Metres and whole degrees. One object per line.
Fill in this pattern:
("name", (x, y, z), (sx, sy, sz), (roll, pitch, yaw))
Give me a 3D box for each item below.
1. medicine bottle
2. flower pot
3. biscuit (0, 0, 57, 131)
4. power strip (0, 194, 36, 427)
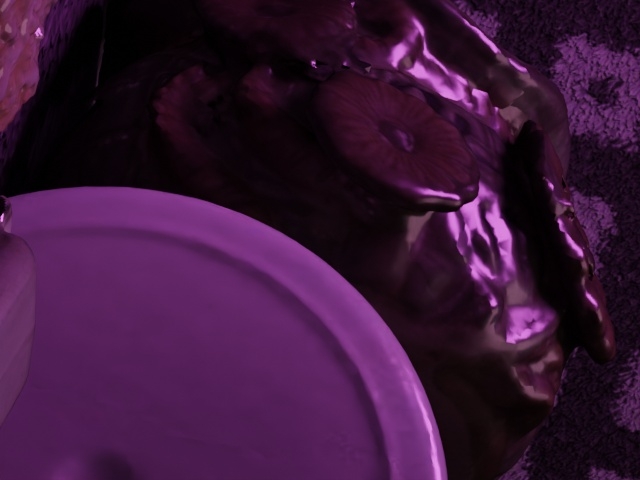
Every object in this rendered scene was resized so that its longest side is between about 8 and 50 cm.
("medicine bottle", (-0.079, 0.135, 0.699), (0.232, 0.237, 0.238), (98, 9, -61))
("flower pot", (0.000, 0.000, 0.941), (0.302, 0.301, 0.213), (101, 0, -52))
("biscuit", (-0.102, -0.167, 0.709), (0.133, 0.032, 0.250), (81, 26, -78))
("power strip", (-0.145, 0.054, 0.501), (0.288, 0.093, 0.053), (-68, 169, -57))
